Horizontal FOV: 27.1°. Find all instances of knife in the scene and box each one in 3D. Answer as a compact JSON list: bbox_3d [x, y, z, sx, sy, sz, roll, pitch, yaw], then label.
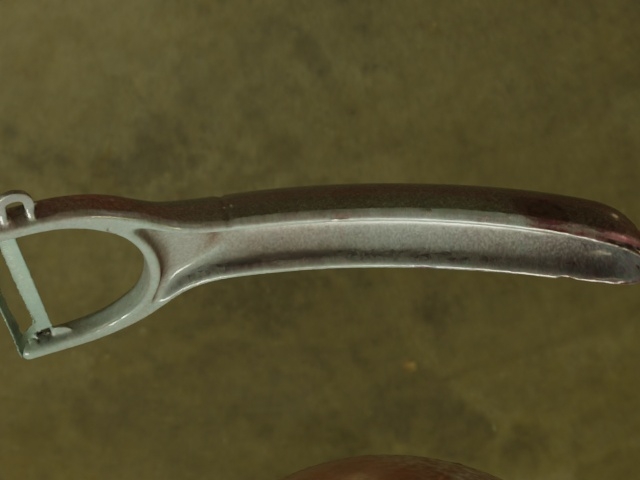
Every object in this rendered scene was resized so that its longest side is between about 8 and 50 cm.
[{"bbox_3d":[0.000,-0.002,0.560,0.278,0.053,0.123,-5,153,-2],"label":"knife"}]

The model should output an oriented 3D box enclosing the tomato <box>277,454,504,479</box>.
[{"bbox_3d":[0.053,0.231,0.601,0.227,0.270,0.270,-15,127,31],"label":"tomato"}]
